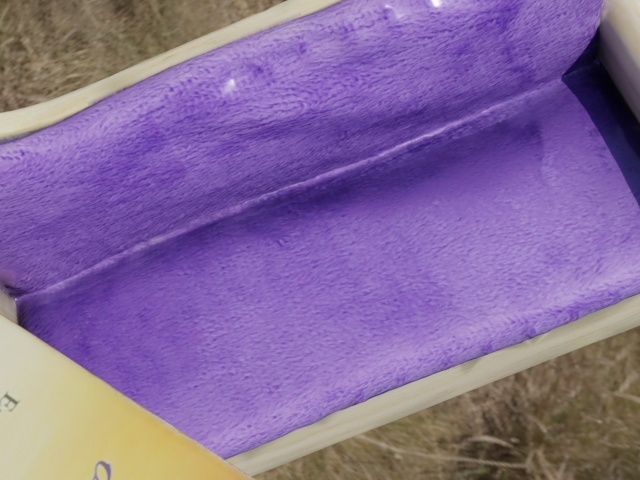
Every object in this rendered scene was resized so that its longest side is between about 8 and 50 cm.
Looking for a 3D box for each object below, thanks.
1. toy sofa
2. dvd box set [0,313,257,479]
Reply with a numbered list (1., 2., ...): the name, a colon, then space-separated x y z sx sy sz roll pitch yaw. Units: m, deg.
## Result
1. toy sofa: 0.000 0.000 0.521 0.362 0.150 0.177 -22 146 3
2. dvd box set: -0.235 0.122 0.375 0.308 0.420 0.062 -55 151 -17
